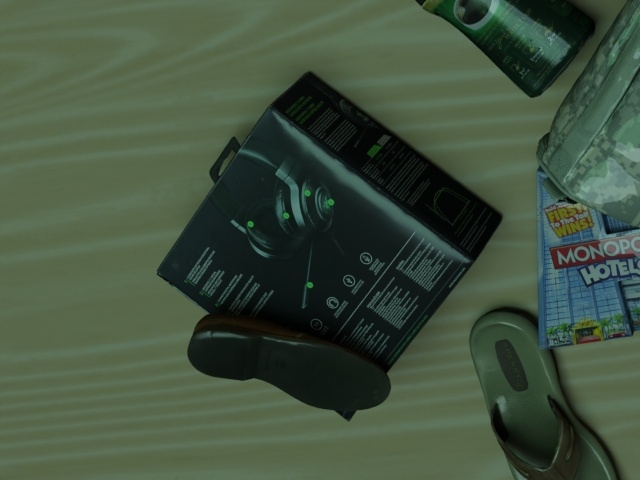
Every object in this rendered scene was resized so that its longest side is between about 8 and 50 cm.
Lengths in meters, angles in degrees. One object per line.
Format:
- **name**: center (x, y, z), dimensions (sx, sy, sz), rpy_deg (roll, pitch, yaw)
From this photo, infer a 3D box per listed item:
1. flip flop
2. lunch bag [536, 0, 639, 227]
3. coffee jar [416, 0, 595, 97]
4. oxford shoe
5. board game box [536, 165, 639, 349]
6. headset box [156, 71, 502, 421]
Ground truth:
- **flip flop**: center (0.234, 0.205, 2.023), dimensions (0.112, 0.080, 0.277), rpy_deg (-18, 104, 24)
- **lunch bag**: center (0.361, -0.149, 1.713), dimensions (0.212, 0.256, 0.305), rpy_deg (55, 127, 37)
- **coffee jar**: center (0.174, -0.233, 1.870), dimensions (0.184, 0.079, 0.096), rpy_deg (40, 121, -1)
- **oxford shoe**: center (-0.028, 0.115, 1.941), dimensions (0.212, 0.076, 0.076), rpy_deg (18, 117, -5)
- **board game box**: center (0.297, 0.001, 1.932), dimensions (0.194, 0.060, 0.194), rpy_deg (-11, 108, 22)
- **headset box**: center (0.000, 0.000, 1.992), dimensions (0.283, 0.131, 0.246), rpy_deg (36, 118, 2)
